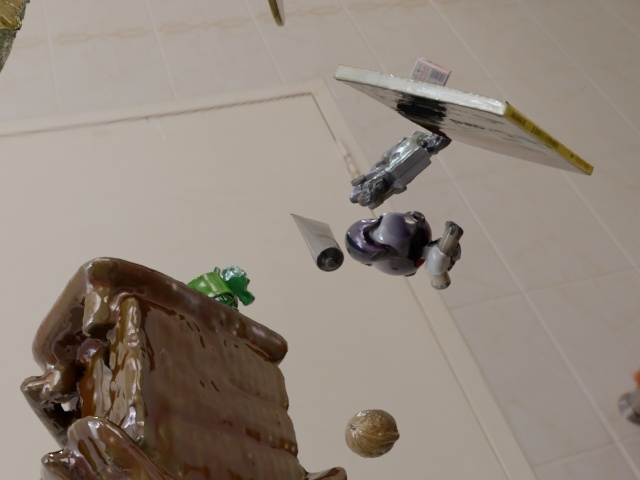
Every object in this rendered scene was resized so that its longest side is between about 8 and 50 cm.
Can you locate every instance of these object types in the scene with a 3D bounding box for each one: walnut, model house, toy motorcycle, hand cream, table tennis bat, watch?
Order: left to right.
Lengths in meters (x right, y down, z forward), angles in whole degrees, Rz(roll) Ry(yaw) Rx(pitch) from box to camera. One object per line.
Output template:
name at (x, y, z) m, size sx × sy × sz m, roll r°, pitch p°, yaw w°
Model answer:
model house at (-0.095, 0.164, 0.478) m, size 0.219 × 0.229 × 0.199 m, roll 23°, pitch -58°, yaw -34°
watch at (-0.258, 0.125, 1.747) m, size 0.165 × 0.131 × 0.152 m, roll -44°, pitch -24°, yaw 13°
table tennis bat at (-0.096, -0.465, 1.309) m, size 0.050 × 0.321 × 0.198 m, roll -11°, pitch -67°, yaw 4°
hand cream at (0.000, 0.000, 1.437) m, size 0.087 × 0.186 × 0.054 m, roll 15°, pitch -66°, yaw -23°
walnut at (0.108, 0.399, 1.553) m, size 0.124 × 0.105 × 0.105 m, roll 17°, pitch -53°, yaw -39°
toy motorcycle at (0.146, -0.140, 1.400) m, size 0.225 × 0.152 × 0.073 m, roll -39°, pitch -76°, yaw -7°

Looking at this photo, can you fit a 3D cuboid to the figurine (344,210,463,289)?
figurine at (0.156, 0.017, 1.475) m, size 0.145 × 0.222 × 0.145 m, roll -46°, pitch -35°, yaw -47°

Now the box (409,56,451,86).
box at (0.259, -0.379, 1.861) m, size 0.089 × 0.043 × 0.125 m, roll 28°, pitch -61°, yaw 6°

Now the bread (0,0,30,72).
bread at (-0.596, -0.350, 1.244) m, size 0.158 × 0.156 × 0.261 m, roll -47°, pitch -9°, yaw 35°

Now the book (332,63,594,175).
book at (0.222, -0.170, 1.095) m, size 0.374 × 0.262 × 0.028 m, roll 13°, pitch -83°, yaw -55°
